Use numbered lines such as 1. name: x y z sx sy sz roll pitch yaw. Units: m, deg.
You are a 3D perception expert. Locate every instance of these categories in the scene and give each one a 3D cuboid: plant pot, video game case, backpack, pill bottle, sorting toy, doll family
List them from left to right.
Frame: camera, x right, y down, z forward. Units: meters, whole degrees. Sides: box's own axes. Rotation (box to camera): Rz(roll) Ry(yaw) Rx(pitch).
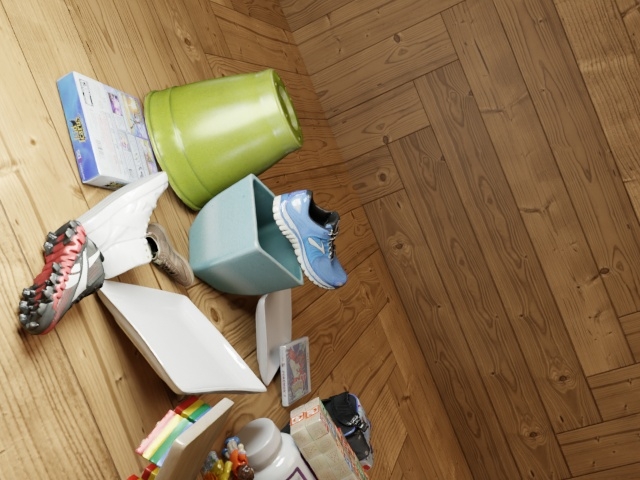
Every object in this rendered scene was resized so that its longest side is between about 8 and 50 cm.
1. video game case: -0.515 -0.253 1.676 0.244 0.061 0.269 11 60 -67
2. sorting toy: -0.299 0.434 1.313 0.089 0.257 0.255 29 9 9
3. doll family: -0.216 0.565 1.465 0.163 0.118 0.263 -147 -120 -64
4. plant pot: -0.248 -0.314 1.933 0.366 0.353 0.366 -19 90 -80
5. plant pot: -0.223 0.014 1.885 0.247 0.252 0.248 43 32 -50
6. pill bottle: -0.100 0.600 1.727 0.301 0.169 0.169 60 21 -23
7. video game case: -0.076 0.406 2.132 0.201 0.023 0.183 -3 90 -70
8. backpack: 0.039 0.578 2.009 0.263 0.276 0.213 -78 148 -68

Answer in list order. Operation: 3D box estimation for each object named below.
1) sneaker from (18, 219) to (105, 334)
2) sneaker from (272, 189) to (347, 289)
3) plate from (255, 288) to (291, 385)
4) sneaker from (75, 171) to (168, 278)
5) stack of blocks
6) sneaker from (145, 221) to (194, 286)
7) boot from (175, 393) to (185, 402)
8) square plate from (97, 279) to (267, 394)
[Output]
1. sneaker: -0.491 0.087 1.327 0.135 0.097 0.276 51 24 -35
2. sneaker: 0.000 0.000 1.893 0.330 0.147 0.130 59 21 -28
3. plate: -0.142 0.249 2.044 0.277 0.045 0.278 -53 145 -68
4. sneaker: -0.430 -0.031 1.565 0.292 0.108 0.169 -48 120 -45
5. stack of blocks: 0.030 0.563 1.771 0.297 0.087 0.171 61 3 -12
6. sneaker: -0.394 0.048 1.709 0.188 0.066 0.071 58 38 -13
7. boot: -0.339 0.310 1.597 0.087 0.042 0.118 52 23 -24
8. square plate: -0.317 0.230 1.532 0.347 0.049 0.344 43 9 26
